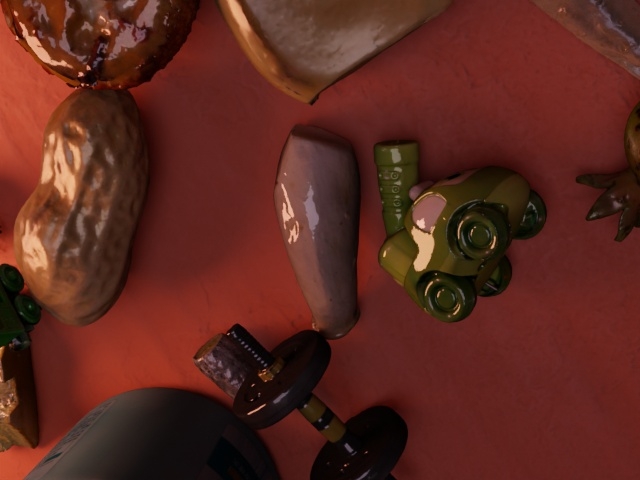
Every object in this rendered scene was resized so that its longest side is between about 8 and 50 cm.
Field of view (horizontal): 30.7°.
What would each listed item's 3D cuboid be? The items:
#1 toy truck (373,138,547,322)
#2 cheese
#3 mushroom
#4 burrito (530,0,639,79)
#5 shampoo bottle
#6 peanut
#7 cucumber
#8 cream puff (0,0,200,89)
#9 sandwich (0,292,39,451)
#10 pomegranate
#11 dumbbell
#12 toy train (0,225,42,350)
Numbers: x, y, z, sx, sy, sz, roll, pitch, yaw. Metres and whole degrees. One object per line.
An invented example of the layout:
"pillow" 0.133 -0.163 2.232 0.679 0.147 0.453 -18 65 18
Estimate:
"toy truck" 0.141 -0.010 1.363 0.210 0.148 0.187 20 115 27
"cheese" -0.015 -0.328 1.285 0.259 0.128 0.316 -32 105 11
"mushroom" 0.000 0.000 1.402 0.103 0.118 0.270 -1 105 11
"burrito" 0.287 -0.271 1.287 0.275 0.059 0.082 38 118 -1
"shampoo bottle" -0.237 0.394 1.456 0.331 0.343 0.331 3 107 11
"peanut" -0.293 -0.042 1.436 0.152 0.152 0.313 21 110 5
"cucumber" -0.109 0.174 1.510 0.112 0.064 0.064 44 111 -7
"cream puff" -0.250 -0.288 1.343 0.240 0.164 0.240 0 100 0
"sandwich" -0.440 0.189 1.571 0.090 0.088 0.244 -1 107 12
"pomegranate" 0.381 -0.082 1.279 0.220 0.156 0.156 -36 97 24
"dumbbell" 0.001 0.218 1.441 0.143 0.143 0.325 -37 108 20
"toy train" -0.447 0.031 1.481 0.085 0.119 0.251 -34 79 20
